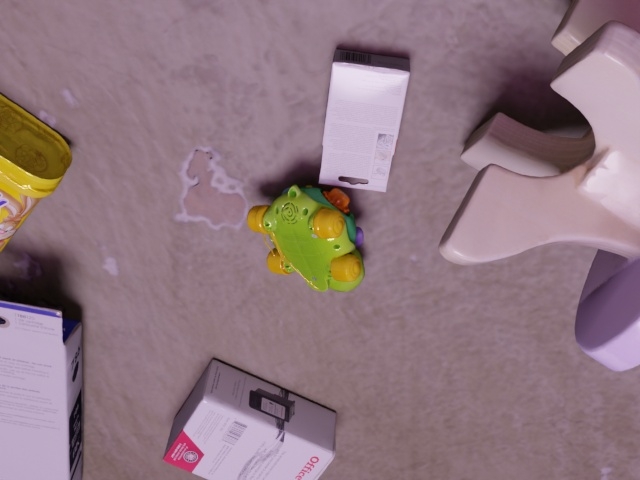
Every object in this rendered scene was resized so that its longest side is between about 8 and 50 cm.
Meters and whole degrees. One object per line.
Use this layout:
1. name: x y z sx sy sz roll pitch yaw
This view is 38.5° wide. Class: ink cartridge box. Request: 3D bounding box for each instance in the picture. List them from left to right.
1. ink cartridge box: -0.331 0.156 0.940 0.165 0.065 0.332 12 130 -2
2. ink cartridge box: -0.072 0.207 0.963 0.150 0.063 0.109 26 122 -13
3. ink cartridge box: 0.035 -0.098 0.765 0.063 0.029 0.115 8 126 0

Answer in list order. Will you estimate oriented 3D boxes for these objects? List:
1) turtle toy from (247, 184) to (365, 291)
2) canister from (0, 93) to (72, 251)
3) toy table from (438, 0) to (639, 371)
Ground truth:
1. turtle toy: 0.000 0.000 0.811 0.095 0.066 0.130 6 134 34
2. canister: -0.316 -0.044 0.809 0.126 0.073 0.170 35 122 -18
3. toy table: 0.213 -0.063 0.664 0.161 0.274 0.252 32 155 -4
